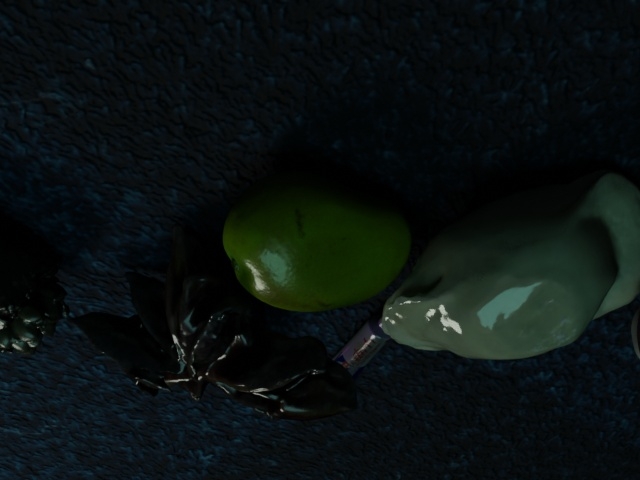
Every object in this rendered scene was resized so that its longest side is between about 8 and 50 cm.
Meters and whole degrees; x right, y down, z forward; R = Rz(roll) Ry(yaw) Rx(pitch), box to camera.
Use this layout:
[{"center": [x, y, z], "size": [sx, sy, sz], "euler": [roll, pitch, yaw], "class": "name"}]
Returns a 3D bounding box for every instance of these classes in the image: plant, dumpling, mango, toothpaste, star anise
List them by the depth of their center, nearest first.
[{"center": [-0.003, 0.006, 1.022], "size": [0.163, 0.117, 0.089], "euler": [19, -179, -21], "class": "mango"}, {"center": [0.173, 0.036, 1.047], "size": [0.250, 0.132, 0.162], "euler": [-27, 126, 9], "class": "dumpling"}, {"center": [-0.288, 0.041, 1.089], "size": [0.092, 0.094, 0.143], "euler": [-12, 129, 34], "class": "plant"}, {"center": [-0.094, 0.096, 1.106], "size": [0.212, 0.129, 0.283], "euler": [44, 154, -29], "class": "star anise"}, {"center": [0.033, 0.119, 1.226], "size": [0.045, 0.028, 0.170], "euler": [24, 139, -10], "class": "toothpaste"}]

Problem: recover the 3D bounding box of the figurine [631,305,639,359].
[{"center": [0.348, 0.014, 0.961], "size": [0.206, 0.218, 0.365], "euler": [-8, 134, 13], "class": "figurine"}]
